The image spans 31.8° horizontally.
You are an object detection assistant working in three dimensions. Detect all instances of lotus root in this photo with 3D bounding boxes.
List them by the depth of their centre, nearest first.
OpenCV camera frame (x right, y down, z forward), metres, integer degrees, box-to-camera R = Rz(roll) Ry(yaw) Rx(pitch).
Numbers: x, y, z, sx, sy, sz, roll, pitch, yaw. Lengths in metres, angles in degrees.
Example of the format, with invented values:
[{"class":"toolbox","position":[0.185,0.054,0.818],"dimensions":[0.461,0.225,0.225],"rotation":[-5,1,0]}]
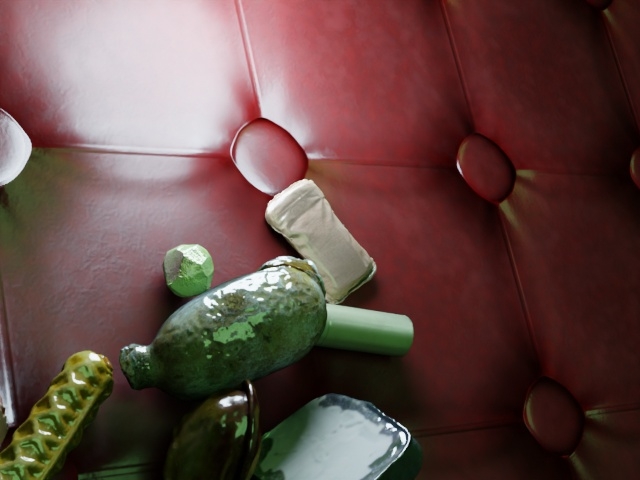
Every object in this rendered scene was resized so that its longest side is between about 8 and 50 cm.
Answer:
[{"class":"lotus root","position":[-0.127,0.142,1.656],"dimensions":[0.349,0.175,0.175],"rotation":[-26,85,-29]}]

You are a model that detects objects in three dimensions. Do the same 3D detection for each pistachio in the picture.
[{"class":"pistachio","position":[-0.149,0.288,1.569],"dimensions":[0.130,0.165,0.210],"rotation":[24,98,-43]}]

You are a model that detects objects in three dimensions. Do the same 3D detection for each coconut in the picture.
[{"class":"coconut","position":[-0.201,0.045,1.711],"dimensions":[0.083,0.081,0.082],"rotation":[30,93,-3]}]

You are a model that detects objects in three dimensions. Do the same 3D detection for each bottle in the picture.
[{"class":"bottle","position":[0.052,0.145,1.839],"dimensions":[0.201,0.072,0.072],"rotation":[11,63,-30]}]

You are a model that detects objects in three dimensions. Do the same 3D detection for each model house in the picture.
[{"class":"model house","position":[0.053,0.407,1.619],"dimensions":[0.190,0.271,0.301],"rotation":[-32,113,-26]}]

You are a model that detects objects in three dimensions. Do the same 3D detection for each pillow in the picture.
[{"class":"pillow","position":[0.001,-0.002,1.900],"dimensions":[0.135,0.034,0.211],"rotation":[-37,90,-36]}]

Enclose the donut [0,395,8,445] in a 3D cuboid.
[{"class":"donut","position":[-0.455,0.265,1.421],"dimensions":[0.065,0.117,0.166],"rotation":[23,65,15]}]

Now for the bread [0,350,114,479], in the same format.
[{"class":"bread","position":[-0.381,0.292,1.470],"dimensions":[0.084,0.077,0.367],"rotation":[46,51,-20]}]
